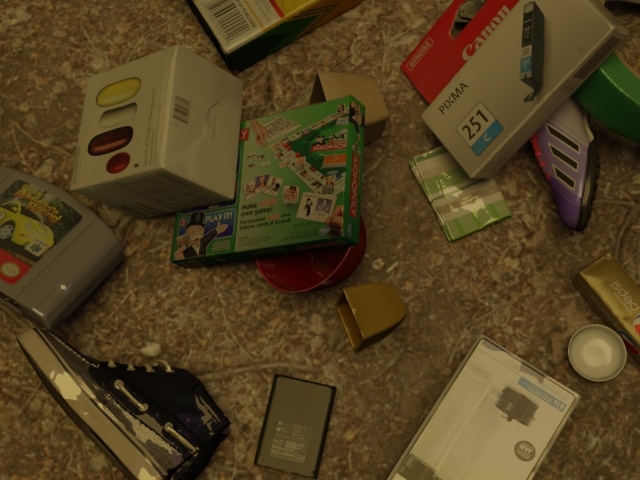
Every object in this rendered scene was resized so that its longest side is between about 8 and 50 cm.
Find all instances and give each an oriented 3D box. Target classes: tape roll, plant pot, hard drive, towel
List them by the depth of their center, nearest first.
[{"bbox_3d":[-0.036,0.270,1.260,0.094,0.022,0.135,11,74,8],"label":"hard drive"},{"bbox_3d":[0.079,0.106,1.276,0.083,0.081,0.082,-19,72,-15],"label":"plant pot"},{"bbox_3d":[0.511,-0.297,1.316,0.321,0.077,0.321,6,66,-14],"label":"tape roll"},{"bbox_3d":[0.219,-0.084,1.352,0.113,0.023,0.152,-24,73,-3],"label":"towel"},{"bbox_3d":[0.047,-0.202,1.363,0.096,0.109,0.109,-12,72,-13],"label":"plant pot"}]

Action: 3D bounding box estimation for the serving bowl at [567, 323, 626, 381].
[{"bbox_3d":[0.401,0.166,1.259,0.083,0.027,0.083,-1,73,4],"label":"serving bowl"}]

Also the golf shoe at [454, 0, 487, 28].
[{"bbox_3d":[0.248,-0.397,1.427,0.086,0.069,0.176,-30,72,1],"label":"golf shoe"}]

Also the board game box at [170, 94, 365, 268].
[{"bbox_3d":[-0.083,-0.081,1.283,0.317,0.046,0.214,-8,69,33],"label":"board game box"}]

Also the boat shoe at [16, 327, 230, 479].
[{"bbox_3d":[-0.281,0.219,1.257,0.340,0.127,0.158,43,64,15],"label":"boat shoe"}]

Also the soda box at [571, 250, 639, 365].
[{"bbox_3d":[0.450,0.108,1.255,0.058,0.061,0.181,-35,73,-6],"label":"soda box"}]

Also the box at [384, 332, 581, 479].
[{"bbox_3d":[0.214,0.298,1.200,0.169,0.087,0.290,34,78,13],"label":"box"}]

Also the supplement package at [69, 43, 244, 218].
[{"bbox_3d":[-0.243,-0.156,1.297,0.203,0.149,0.194,-10,69,36],"label":"supplement package"}]

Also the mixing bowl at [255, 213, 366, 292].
[{"bbox_3d":[0.000,0.000,1.287,0.181,0.098,0.182,-12,68,31],"label":"mixing bowl"}]

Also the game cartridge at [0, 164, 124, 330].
[{"bbox_3d":[-0.461,-0.004,1.327,0.294,0.060,0.196,27,54,17],"label":"game cartridge"}]

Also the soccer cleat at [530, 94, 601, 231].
[{"bbox_3d":[0.361,-0.161,1.326,0.116,0.109,0.318,1,69,6],"label":"soccer cleat"}]

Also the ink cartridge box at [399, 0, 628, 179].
[{"bbox_3d":[0.259,-0.284,1.286,0.296,0.066,0.261,-49,61,30],"label":"ink cartridge box"}]

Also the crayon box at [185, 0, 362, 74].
[{"bbox_3d":[-0.065,-0.447,1.455,0.318,0.081,0.202,-30,73,-5],"label":"crayon box"}]
